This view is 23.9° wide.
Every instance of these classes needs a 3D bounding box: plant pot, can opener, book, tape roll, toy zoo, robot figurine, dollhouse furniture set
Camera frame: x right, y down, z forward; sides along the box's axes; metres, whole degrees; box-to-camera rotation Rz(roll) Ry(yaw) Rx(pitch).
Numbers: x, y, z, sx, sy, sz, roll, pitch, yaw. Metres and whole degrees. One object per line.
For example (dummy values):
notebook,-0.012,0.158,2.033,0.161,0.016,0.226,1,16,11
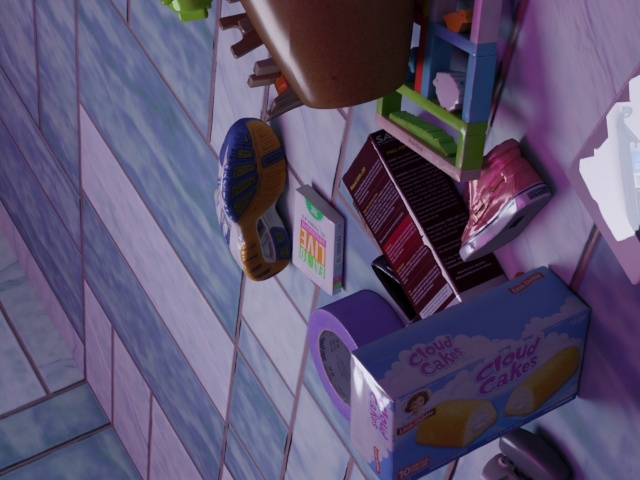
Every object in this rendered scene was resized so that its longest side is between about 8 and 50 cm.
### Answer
plant pot,0.007,-0.280,1.633,0.237,0.237,0.254,26,135,58
can opener,0.296,0.338,1.808,0.283,0.076,0.095,47,151,38
book,0.000,0.000,2.227,0.096,0.035,0.144,44,146,38
tape roll,0.062,0.171,2.175,0.189,0.080,0.189,47,149,40
toy zoo,0.129,-0.234,1.658,0.192,0.030,0.293,40,133,52
robot figurine,-0.177,-0.343,1.974,0.101,0.067,0.115,-77,-22,-48
dollhouse furniture set,-0.052,-0.318,1.972,0.259,0.135,0.262,134,112,-78

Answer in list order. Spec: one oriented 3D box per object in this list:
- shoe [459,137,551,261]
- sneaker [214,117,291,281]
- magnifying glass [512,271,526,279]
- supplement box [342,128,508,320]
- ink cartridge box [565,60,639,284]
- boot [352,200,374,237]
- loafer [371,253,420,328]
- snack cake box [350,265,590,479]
shoe,0.194,-0.045,1.710,0.081,0.063,0.178,63,152,15
sneaker,-0.125,-0.075,2.327,0.131,0.112,0.296,47,149,42
magnifying glass,0.206,0.122,1.822,0.092,0.026,0.231,37,138,15
supplement box,0.125,-0.015,1.870,0.239,0.073,0.130,61,156,13
ink cartridge box,0.355,-0.038,1.347,0.261,0.066,0.296,61,157,20
boot,0.080,-0.049,1.992,0.087,0.042,0.118,48,152,27
loafer,0.140,0.107,1.939,0.223,0.078,0.076,60,156,14
snack cake box,0.164,0.151,1.684,0.089,0.264,0.152,48,151,38
